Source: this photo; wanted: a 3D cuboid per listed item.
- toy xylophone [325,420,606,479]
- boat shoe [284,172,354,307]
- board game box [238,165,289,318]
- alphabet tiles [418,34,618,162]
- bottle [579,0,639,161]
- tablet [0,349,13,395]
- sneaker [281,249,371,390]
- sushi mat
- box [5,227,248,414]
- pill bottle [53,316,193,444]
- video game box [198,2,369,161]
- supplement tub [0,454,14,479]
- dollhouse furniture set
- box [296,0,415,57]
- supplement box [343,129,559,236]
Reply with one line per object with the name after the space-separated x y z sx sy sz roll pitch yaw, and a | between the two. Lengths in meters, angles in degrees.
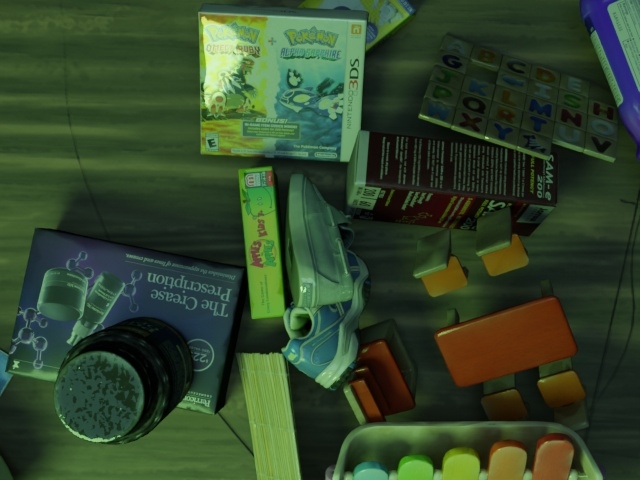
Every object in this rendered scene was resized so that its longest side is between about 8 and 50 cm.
0.164 0.298 1.263 0.322 0.081 0.236 -6 130 4 | toy xylophone
0.000 0.000 1.300 0.081 0.228 0.079 2 128 -9 | boat shoe
-0.069 0.005 1.341 0.043 0.092 0.181 -5 87 1 | board game box
0.248 -0.166 1.314 0.237 0.198 0.009 18 131 2 | alphabet tiles
0.405 -0.182 1.316 0.092 0.118 0.283 -22 80 24 | bottle
-0.433 0.158 1.384 0.083 0.006 0.054 31 88 2 | tablet
0.006 0.078 1.291 0.081 0.211 0.080 28 127 -16 | sneaker
-0.051 0.290 1.301 0.019 0.151 0.317 -6 86 -25 | sushi mat
-0.233 0.098 1.338 0.261 0.103 0.184 11 90 2 | box
-0.214 0.152 1.174 0.122 0.219 0.123 0 91 2 | pill bottle
-0.047 -0.193 1.333 0.205 0.048 0.187 3 115 2 | video game box
-0.548 0.348 1.261 0.331 0.241 0.241 -40 87 -1 | supplement tub
0.166 0.134 1.267 0.259 0.135 0.262 -20 110 18 | dollhouse furniture set
0.020 -0.271 1.379 0.179 0.043 0.105 -40 87 1 | box
0.153 -0.066 1.306 0.239 0.130 0.073 5 73 -3 | supplement box
